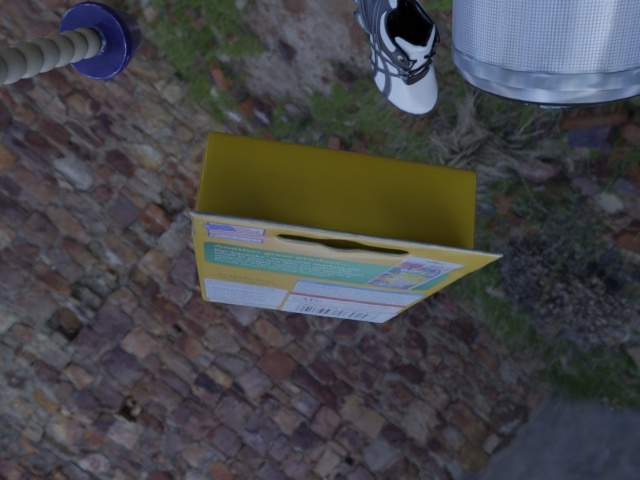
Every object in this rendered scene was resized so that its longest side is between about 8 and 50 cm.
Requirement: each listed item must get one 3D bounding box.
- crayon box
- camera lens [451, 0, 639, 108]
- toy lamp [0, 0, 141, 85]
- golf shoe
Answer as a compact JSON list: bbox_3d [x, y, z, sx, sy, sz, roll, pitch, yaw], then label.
[{"bbox_3d":[0.000,0.000,0.559,0.202,0.083,0.323,8,165,-7],"label":"crayon box"},{"bbox_3d":[0.233,-0.276,0.596,0.219,0.219,0.275,32,139,43],"label":"camera lens"},{"bbox_3d":[-0.243,-0.169,0.589,0.080,0.080,0.275,40,-152,-7],"label":"toy lamp"},{"bbox_3d":[0.098,-0.212,0.743,0.198,0.077,0.094,54,180,-41],"label":"golf shoe"}]
